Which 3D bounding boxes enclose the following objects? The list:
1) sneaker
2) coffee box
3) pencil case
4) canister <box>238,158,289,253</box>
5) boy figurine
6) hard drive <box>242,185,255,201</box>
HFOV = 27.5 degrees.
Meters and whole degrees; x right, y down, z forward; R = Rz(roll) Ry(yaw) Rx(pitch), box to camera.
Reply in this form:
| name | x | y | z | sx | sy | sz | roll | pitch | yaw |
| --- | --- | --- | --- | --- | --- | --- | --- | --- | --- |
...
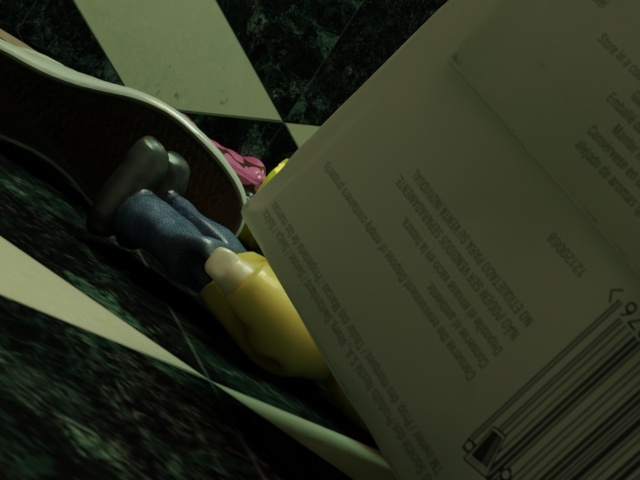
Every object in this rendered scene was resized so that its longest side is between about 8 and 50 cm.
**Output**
| name | x | y | z | sx | sy | sz | roll | pitch | yaw |
| --- | --- | --- | --- | --- | --- | --- | --- | --- | --- |
| sneaker | -0.185 | -0.091 | 1.093 | 0.290 | 0.106 | 0.123 | 32 | 5 | -3 |
| coffee box | 0.236 | 0.033 | 0.654 | 0.334 | 0.338 | 0.337 | 30 | 21 | -45 |
| pencil case | -0.163 | -0.118 | 1.968 | 0.098 | 0.095 | 0.209 | -7 | -20 | 33 |
| canister | 0.000 | 0.000 | 1.536 | 0.170 | 0.126 | 0.073 | 36 | 47 | 10 |
| boy figurine | -0.026 | 0.038 | 0.886 | 0.285 | 0.092 | 0.177 | 32 | -1 | 19 |
| hard drive | -0.172 | -0.088 | 1.714 | 0.255 | 0.054 | 0.172 | 34 | 3 | 9 |
